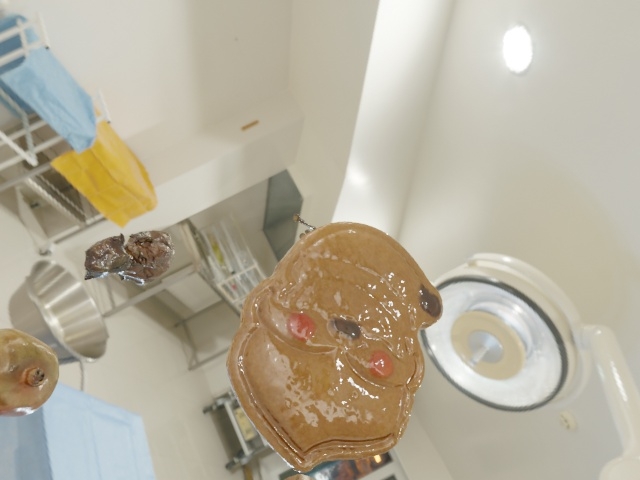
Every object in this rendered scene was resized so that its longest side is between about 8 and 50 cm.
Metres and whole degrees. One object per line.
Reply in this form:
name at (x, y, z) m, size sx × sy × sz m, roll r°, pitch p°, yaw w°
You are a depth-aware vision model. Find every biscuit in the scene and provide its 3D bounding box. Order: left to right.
biscuit at (0.033, 0.165, 0.886) m, size 0.350 × 0.455 × 0.078 m, roll 28°, pitch -30°, yaw -7°

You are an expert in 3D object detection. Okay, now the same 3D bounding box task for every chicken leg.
chicken leg at (-0.328, 0.035, 0.876) m, size 0.093 × 0.113 × 0.304 m, roll 43°, pitch 0°, yaw -2°

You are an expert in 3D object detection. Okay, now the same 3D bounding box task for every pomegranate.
pomegranate at (-0.858, 0.372, 1.419) m, size 0.270 × 0.229 × 0.252 m, roll -5°, pitch -48°, yaw 39°

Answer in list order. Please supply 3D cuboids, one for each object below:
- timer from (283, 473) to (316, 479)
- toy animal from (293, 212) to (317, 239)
timer at (-0.043, 0.535, 1.055) m, size 0.132 × 0.132 × 0.152 m, roll 64°, pitch -2°, yaw 0°
toy animal at (0.008, 0.005, 1.160) m, size 0.149 × 0.054 × 0.275 m, roll 33°, pitch 0°, yaw 10°
